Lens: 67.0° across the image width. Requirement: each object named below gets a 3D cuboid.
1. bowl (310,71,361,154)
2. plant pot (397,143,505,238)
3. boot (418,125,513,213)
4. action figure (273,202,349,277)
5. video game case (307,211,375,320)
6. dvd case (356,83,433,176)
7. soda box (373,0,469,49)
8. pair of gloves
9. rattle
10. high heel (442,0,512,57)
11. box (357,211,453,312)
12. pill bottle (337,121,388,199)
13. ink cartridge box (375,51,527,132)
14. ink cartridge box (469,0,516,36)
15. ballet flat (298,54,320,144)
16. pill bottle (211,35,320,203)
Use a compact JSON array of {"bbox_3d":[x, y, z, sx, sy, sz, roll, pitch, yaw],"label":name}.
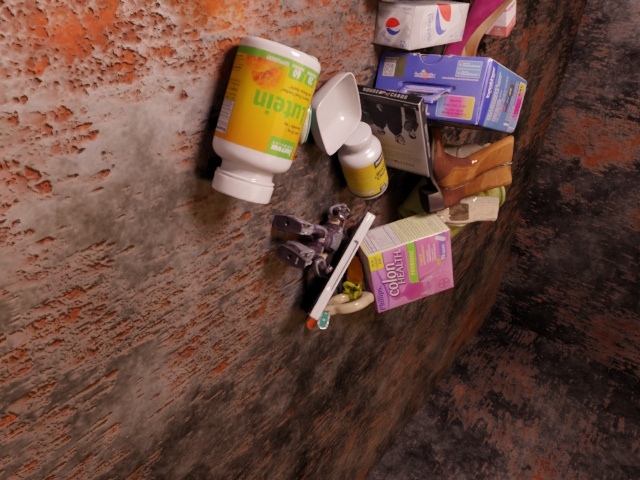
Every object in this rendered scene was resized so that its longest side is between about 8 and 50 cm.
[{"bbox_3d":[0.023,-0.270,1.021,0.142,0.053,0.142,-51,146,-23],"label":"bowl"},{"bbox_3d":[0.391,-0.121,1.540,0.254,0.276,0.276,-43,145,-13],"label":"plant pot"},{"bbox_3d":[0.398,-0.219,1.288,0.281,0.096,0.264,-21,121,-8],"label":"boot"},{"bbox_3d":[0.000,0.000,1.139,0.285,0.099,0.185,-5,105,-61],"label":"action figure"},{"bbox_3d":[0.048,0.069,1.234,0.285,0.025,0.204,-60,180,-7],"label":"video game case"},{"bbox_3d":[0.168,-0.253,1.134,0.029,0.179,0.238,-58,150,-20],"label":"dvd case"},{"bbox_3d":[0.246,-0.518,1.150,0.286,0.098,0.091,-30,135,-44],"label":"soda box"},{"bbox_3d":[0.416,-0.160,1.404,0.204,0.042,0.239,-8,100,-11],"label":"pair of gloves"},{"bbox_3d":[0.042,0.146,1.340,0.200,0.130,0.142,-16,117,-20],"label":"rattle"},{"bbox_3d":[0.451,-0.560,1.355,0.127,0.181,0.377,-44,144,-32],"label":"high heel"},{"bbox_3d":[0.243,0.061,1.392,0.243,0.117,0.213,-17,124,-5],"label":"box"},{"bbox_3d":[0.099,-0.189,1.148,0.103,0.103,0.184,-54,148,-19],"label":"pill bottle"},{"bbox_3d":[0.312,-0.362,1.191,0.396,0.270,0.151,-9,112,-55],"label":"ink cartridge box"},{"bbox_3d":[0.498,-0.697,1.396,0.067,0.115,0.198,-55,149,-15],"label":"ink cartridge box"},{"bbox_3d":[-0.043,-0.271,0.932,0.053,0.057,0.168,2,108,-28],"label":"ballet flat"},{"bbox_3d":[-0.099,-0.191,0.801,0.136,0.136,0.245,0,111,-58],"label":"pill bottle"}]
